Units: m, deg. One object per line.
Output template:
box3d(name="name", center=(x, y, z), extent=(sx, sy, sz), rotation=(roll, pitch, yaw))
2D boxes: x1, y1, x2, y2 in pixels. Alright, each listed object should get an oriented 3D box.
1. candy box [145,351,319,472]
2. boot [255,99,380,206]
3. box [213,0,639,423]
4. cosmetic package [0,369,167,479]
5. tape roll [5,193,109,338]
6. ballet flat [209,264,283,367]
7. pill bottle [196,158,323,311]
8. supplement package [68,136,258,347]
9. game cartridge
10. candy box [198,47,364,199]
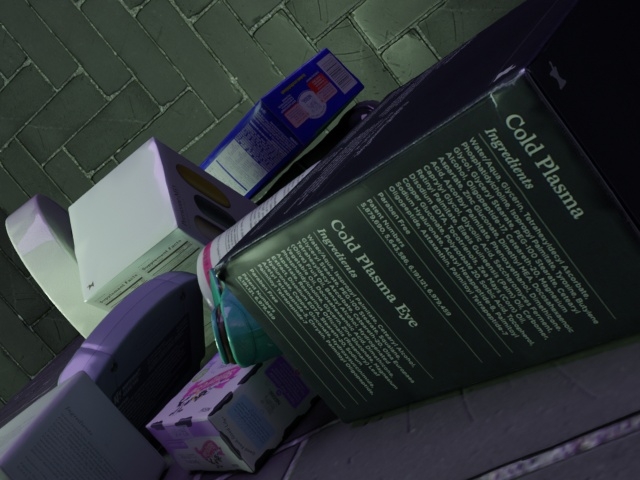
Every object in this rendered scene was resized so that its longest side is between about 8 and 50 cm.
box3d(name="candy box", center=(-0.063, 0.143, 0.825), extent=(0.196, 0.070, 0.165), rotation=(-45, 12, -33))
box3d(name="boot", center=(-0.068, -0.057, 1.551), extent=(0.445, 0.146, 0.367), rotation=(-40, 1, -25))
box3d(name="box", center=(0.142, -0.056, 0.655), extent=(0.312, 0.179, 0.343), rotation=(-31, 12, 45))
box3d(name="cosmetic package", center=(-0.287, 0.267, 0.844), extent=(0.151, 0.151, 0.183), rotation=(-35, 11, 20))
box3d(name="tape roll", center=(-0.410, 0.083, 1.464), extent=(0.072, 0.392, 0.392), rotation=(-40, 9, -4))
box3d(name="ballet flat", center=(-0.061, 0.065, 0.784), extent=(0.087, 0.083, 0.247), rotation=(-14, 9, -7))
box3d(name="pill bottle", center=(0.000, 0.000, 0.987), extent=(0.283, 0.160, 0.160), rotation=(-36, 10, 20))
box3d(name="supplement package", center=(-0.228, 0.013, 1.297), extent=(0.198, 0.263, 0.199), rotation=(-36, 51, 17))
box3d(name="game cartridge", center=(-0.239, 0.169, 1.065), extent=(0.294, 0.060, 0.196), rotation=(-53, -27, -57))
box3d(name="candy box", center=(-0.097, -0.198, 1.579), extent=(0.317, 0.122, 0.268), rotation=(-37, 8, 43))
